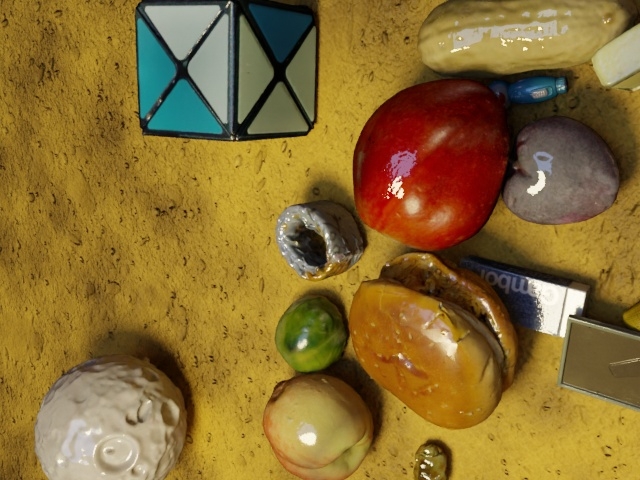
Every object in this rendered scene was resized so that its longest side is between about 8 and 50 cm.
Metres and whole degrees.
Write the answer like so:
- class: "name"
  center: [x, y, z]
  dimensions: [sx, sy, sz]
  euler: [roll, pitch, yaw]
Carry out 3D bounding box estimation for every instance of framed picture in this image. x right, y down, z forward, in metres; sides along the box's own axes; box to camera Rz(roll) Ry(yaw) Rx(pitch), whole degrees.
- class: "framed picture"
  center: [0.476, 0.200, 1.102]
  dimensions: [0.203, 0.015, 0.150]
  euler: [15, 128, 28]

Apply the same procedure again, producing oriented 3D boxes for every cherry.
- class: "cherry"
  center: [0.361, -0.106, 1.082]
  dimensions: [0.176, 0.140, 0.176]
  euler: [4, 112, 9]

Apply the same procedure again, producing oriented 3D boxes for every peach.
- class: "peach"
  center: [-0.011, 0.349, 1.385]
  dimensions: [0.232, 0.232, 0.233]
  euler: [7, 104, 32]
- class: "peach"
  center: [0.172, -0.127, 1.122]
  dimensions: [0.248, 0.245, 0.275]
  euler: [46, 124, 28]

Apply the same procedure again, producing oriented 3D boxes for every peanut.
- class: "peanut"
  center: [0.304, -0.319, 1.073]
  dimensions: [0.318, 0.147, 0.148]
  euler: [-3, 98, 22]

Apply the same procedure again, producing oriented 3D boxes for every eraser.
- class: "eraser"
  center: [0.333, 0.094, 1.193]
  dimensions: [0.212, 0.046, 0.092]
  euler: [15, 109, 30]
- class: "eraser"
  center: [0.447, -0.256, 0.971]
  dimensions: [0.117, 0.172, 0.058]
  euler: [-30, 81, 34]

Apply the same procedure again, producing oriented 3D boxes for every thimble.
- class: "thimble"
  center: [0.000, -0.003, 1.350]
  dimensions: [0.127, 0.118, 0.151]
  euler: [-38, 77, 33]

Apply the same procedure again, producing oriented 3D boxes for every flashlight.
- class: "flashlight"
  center: [0.326, -0.239, 1.133]
  dimensions: [0.129, 0.051, 0.051]
  euler: [-7, 96, 29]

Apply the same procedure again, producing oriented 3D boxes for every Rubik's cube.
- class: "Rubik's cube"
  center: [-0.171, -0.316, 1.322]
  dimensions: [0.248, 0.250, 0.246]
  euler: [9, 104, 34]

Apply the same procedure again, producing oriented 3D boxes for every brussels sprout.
- class: "brussels sprout"
  center: [-0.029, 0.189, 1.405]
  dimensions: [0.149, 0.122, 0.152]
  euler: [-18, 90, 32]

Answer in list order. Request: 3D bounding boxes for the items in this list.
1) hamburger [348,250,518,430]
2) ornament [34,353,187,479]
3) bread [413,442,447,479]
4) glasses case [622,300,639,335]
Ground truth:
- class: "hamburger"
  center: [0.182, 0.178, 1.209]
  dimensions: [0.289, 0.170, 0.314]
  euler: [27, 142, 35]
- class: "ornament"
  center: [-0.468, 0.425, 1.606]
  dimensions: [0.337, 0.337, 0.337]
  euler: [7, 104, 32]
- class: "bread"
  center: [0.206, 0.434, 1.340]
  dimensions: [0.066, 0.060, 0.110]
  euler: [25, 115, 59]
- class: "glasses case"
  center: [0.553, 0.081, 1.036]
  dimensions: [0.234, 0.064, 0.079]
  euler: [-39, 85, 34]
